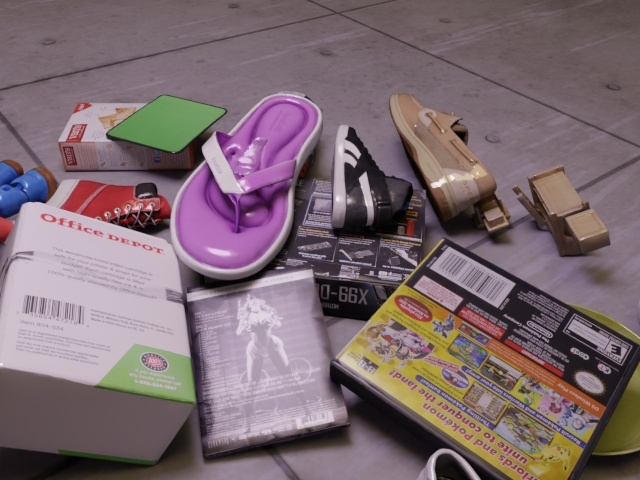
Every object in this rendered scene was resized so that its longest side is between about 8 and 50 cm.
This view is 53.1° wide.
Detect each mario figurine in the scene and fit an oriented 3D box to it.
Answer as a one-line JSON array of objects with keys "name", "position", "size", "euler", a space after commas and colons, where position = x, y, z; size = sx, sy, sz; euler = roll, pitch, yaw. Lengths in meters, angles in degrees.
[{"name": "mario figurine", "position": [-0.537, -0.003, 0.933], "size": [0.198, 0.170, 0.320], "euler": [-21, 14, 31]}]

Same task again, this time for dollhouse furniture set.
[{"name": "dollhouse furniture set", "position": [0.339, -0.007, 1.002], "size": [0.161, 0.101, 0.182], "euler": [-20, 37, 11]}]

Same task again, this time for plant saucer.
[{"name": "plant saucer", "position": [0.302, 0.168, 0.787], "size": [0.241, 0.037, 0.241], "euler": [1, 38, -1]}]

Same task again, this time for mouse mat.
[{"name": "mouse mat", "position": [-0.278, -0.217, 1.174], "size": [0.153, 0.007, 0.189], "euler": [16, 39, 16]}]

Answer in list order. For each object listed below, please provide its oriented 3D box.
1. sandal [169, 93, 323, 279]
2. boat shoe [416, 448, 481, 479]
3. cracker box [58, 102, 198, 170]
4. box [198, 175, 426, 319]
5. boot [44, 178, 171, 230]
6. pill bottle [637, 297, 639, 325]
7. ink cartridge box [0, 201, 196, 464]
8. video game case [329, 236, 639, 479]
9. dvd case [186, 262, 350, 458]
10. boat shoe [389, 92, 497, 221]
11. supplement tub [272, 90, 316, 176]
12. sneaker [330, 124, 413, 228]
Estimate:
[{"name": "sandal", "position": [-0.104, -0.116, 0.927], "size": [0.169, 0.102, 0.416], "euler": [10, 44, 6]}, {"name": "boat shoe", "position": [0.148, 0.305, 0.561], "size": [0.095, 0.084, 0.258], "euler": [-12, 40, -18]}, {"name": "cracker box", "position": [-0.352, -0.198, 1.205], "size": [0.232, 0.067, 0.155], "euler": [-2, 38, -4]}, {"name": "box", "position": [0.000, 0.000, 0.958], "size": [0.308, 0.076, 0.242], "euler": [6, 38, 5]}, {"name": "boot", "position": [-0.320, -0.020, 0.964], "size": [0.176, 0.088, 0.244], "euler": [1, 34, -4]}, {"name": "pill bottle", "position": [0.533, 0.059, 0.870], "size": [0.124, 0.124, 0.221], "euler": [30, 45, 32]}, {"name": "ink cartridge box", "position": [-0.265, 0.097, 0.728], "size": [0.198, 0.114, 0.273], "euler": [19, 28, -29]}, {"name": "video game case", "position": [0.192, 0.139, 0.737], "size": [0.275, 0.035, 0.248], "euler": [31, 54, 23]}, {"name": "dvd case", "position": [-0.070, 0.135, 0.769], "size": [0.165, 0.018, 0.221], "euler": [-11, 55, -5]}, {"name": "boat shoe", "position": [0.207, -0.164, 1.123], "size": [0.110, 0.121, 0.341], "euler": [-24, 42, 8]}, {"name": "supplement tub", "position": [-0.063, -0.181, 1.158], "size": [0.117, 0.117, 0.190], "euler": [4, 37, 2]}, {"name": "sneaker", "position": [0.078, -0.092, 0.966], "size": [0.121, 0.079, 0.216], "euler": [6, 45, -2]}]
